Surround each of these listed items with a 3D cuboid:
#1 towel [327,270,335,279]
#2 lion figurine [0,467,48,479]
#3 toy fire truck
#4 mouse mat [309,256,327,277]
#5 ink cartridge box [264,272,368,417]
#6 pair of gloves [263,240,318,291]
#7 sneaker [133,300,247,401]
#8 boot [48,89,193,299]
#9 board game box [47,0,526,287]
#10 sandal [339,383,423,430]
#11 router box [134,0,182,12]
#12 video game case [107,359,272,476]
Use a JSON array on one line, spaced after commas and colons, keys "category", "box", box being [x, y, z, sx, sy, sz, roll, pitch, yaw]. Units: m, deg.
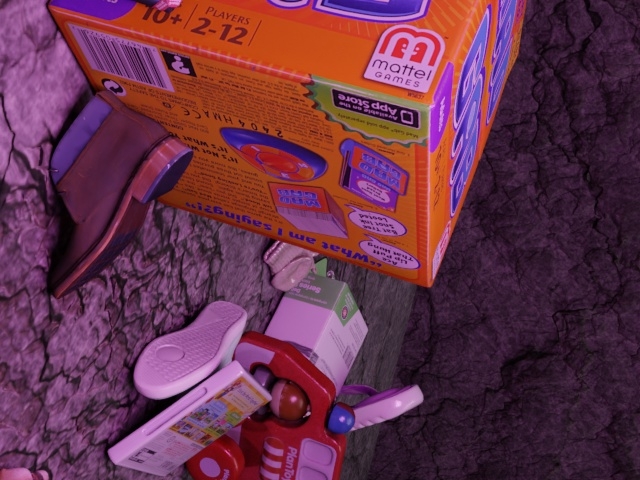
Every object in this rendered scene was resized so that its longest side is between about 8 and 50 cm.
[{"category": "towel", "box": [-0.028, 0.249, 1.949, 0.248, 0.038, 0.324, 75, 35, -65]}, {"category": "lion figurine", "box": [-0.296, 0.412, 0.964, 0.240, 0.142, 0.392, -11, 126, -48]}, {"category": "toy fire truck", "box": [-0.070, 0.307, 1.437, 0.169, 0.254, 0.302, -43, 147, -62]}, {"category": "mouse mat", "box": [-0.027, 0.139, 1.802, 0.153, 0.007, 0.189, -29, 127, -55]}, {"category": "ink cartridge box", "box": [-0.032, 0.237, 1.691, 0.289, 0.122, 0.211, -63, 153, -25]}, {"category": "pair of gloves", "box": [0.000, 0.000, 1.589, 0.240, 0.042, 0.204, -40, 160, -12]}, {"category": "sneaker", "box": [-0.185, 0.199, 1.219, 0.256, 0.094, 0.151, -38, 146, -63]}, {"category": "boot", "box": [-0.227, -0.044, 0.856, 0.219, 0.106, 0.082, -47, 177, 19]}, {"category": "board game box", "box": [0.008, -0.221, 0.919, 0.356, 0.357, 0.356, 77, 33, -63]}, {"category": "sandal", "box": [0.044, 0.347, 1.812, 0.169, 0.416, 0.102, -11, 79, -51]}, {"category": "router box", "box": [-0.173, -0.245, 0.699, 0.038, 0.123, 0.092, -61, 162, -23]}, {"category": "video game case", "box": [-0.177, 0.260, 1.226, 0.206, 0.026, 0.227, -35, 160, -6]}]
